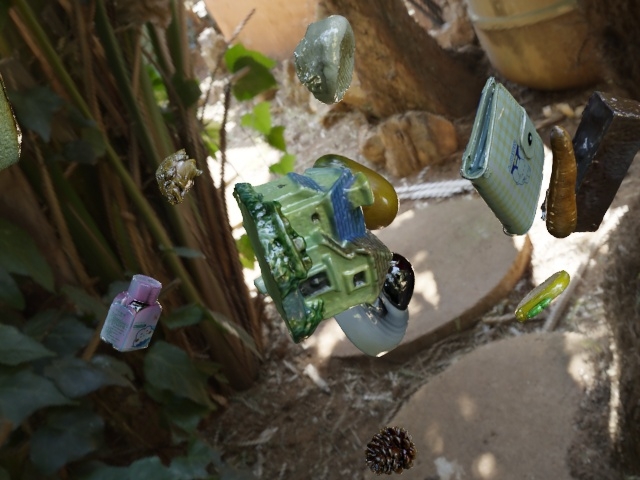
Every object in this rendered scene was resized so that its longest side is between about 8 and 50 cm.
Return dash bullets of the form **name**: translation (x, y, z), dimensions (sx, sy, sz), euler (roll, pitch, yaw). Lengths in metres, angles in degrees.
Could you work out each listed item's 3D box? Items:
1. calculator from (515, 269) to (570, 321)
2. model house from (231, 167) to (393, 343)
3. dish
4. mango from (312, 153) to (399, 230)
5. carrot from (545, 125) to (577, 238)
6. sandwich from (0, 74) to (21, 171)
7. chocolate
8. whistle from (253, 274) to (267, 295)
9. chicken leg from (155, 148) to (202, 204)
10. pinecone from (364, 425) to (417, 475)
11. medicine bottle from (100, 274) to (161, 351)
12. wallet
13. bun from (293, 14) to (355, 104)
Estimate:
- **calculator**: translation (0.504, 0.124, 1.653), dimensions (0.146, 0.032, 0.235), euler (-44, -8, 22)
- **model house**: translation (0.000, 0.000, 1.034), dimensions (0.189, 0.214, 0.195), euler (-22, 26, -11)
- **dish**: translation (0.121, 0.079, 1.443), dimensions (0.133, 0.273, 0.273), euler (-28, 26, 26)
- **mango**: translation (0.071, -0.106, 1.592), dimensions (0.151, 0.221, 0.120), euler (-31, 30, 62)
- **carrot**: translation (0.346, -0.080, 1.045), dimensions (0.047, 0.191, 0.047), euler (-9, 41, 7)
- **sandwich**: translation (-0.654, -0.205, 1.273), dimensions (0.226, 0.251, 0.087), euler (-34, 61, -27)
- **chocolate**: translation (0.583, -0.151, 1.549), dimensions (0.111, 0.321, 0.112), euler (4, 38, -11)
- **whistle**: translation (-0.042, 0.036, 1.674), dimensions (0.258, 0.067, 0.126), euler (-35, 44, -14)
- **chicken leg**: translation (-0.309, -0.131, 1.575), dimensions (0.101, 0.085, 0.207), euler (-39, 23, 4)
- **pinecone**: translation (0.141, 0.440, 1.499), dimensions (0.102, 0.102, 0.109), euler (2, 27, 47)
- **medicine bottle**: translation (-0.490, 0.191, 1.923), dimensions (0.094, 0.119, 0.188), euler (27, 101, 23)
- **wallet**: translation (0.368, -0.157, 1.441), dimensions (0.077, 0.309, 0.223), euler (10, 75, 33)
- **bun**: translation (0.006, -0.454, 1.830), dimensions (0.133, 0.231, 0.231), euler (12, 41, 11)
